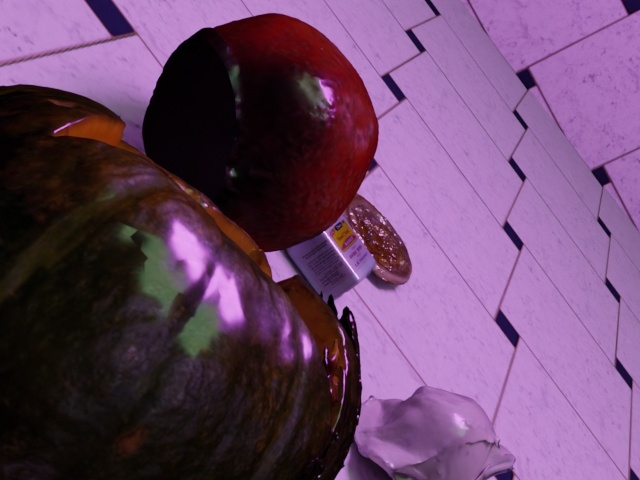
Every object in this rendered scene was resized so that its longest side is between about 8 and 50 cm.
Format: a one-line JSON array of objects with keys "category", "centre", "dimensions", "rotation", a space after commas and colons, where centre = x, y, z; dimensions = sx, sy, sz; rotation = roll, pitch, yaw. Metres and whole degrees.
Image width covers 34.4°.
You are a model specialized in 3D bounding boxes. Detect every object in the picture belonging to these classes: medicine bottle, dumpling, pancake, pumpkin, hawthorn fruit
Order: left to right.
[{"category": "pumpkin", "centre": [-0.118, 0.051, 0.582], "dimensions": [0.320, 0.192, 0.320], "rotation": [40, -1, 1]}, {"category": "hawthorn fruit", "centre": [-0.047, -0.101, 0.963], "dimensions": [0.215, 0.215, 0.249], "rotation": [52, 25, -7]}, {"category": "medicine bottle", "centre": [0.000, 0.000, 1.096], "dimensions": [0.118, 0.055, 0.074], "rotation": [54, 25, -1]}, {"category": "pancake", "centre": [0.064, -0.002, 1.257], "dimensions": [0.139, 0.022, 0.139], "rotation": [42, 26, -26]}, {"category": "dumpling", "centre": [0.104, 0.187, 1.000], "dimensions": [0.188, 0.108, 0.127], "rotation": [4, 29, -40]}]
